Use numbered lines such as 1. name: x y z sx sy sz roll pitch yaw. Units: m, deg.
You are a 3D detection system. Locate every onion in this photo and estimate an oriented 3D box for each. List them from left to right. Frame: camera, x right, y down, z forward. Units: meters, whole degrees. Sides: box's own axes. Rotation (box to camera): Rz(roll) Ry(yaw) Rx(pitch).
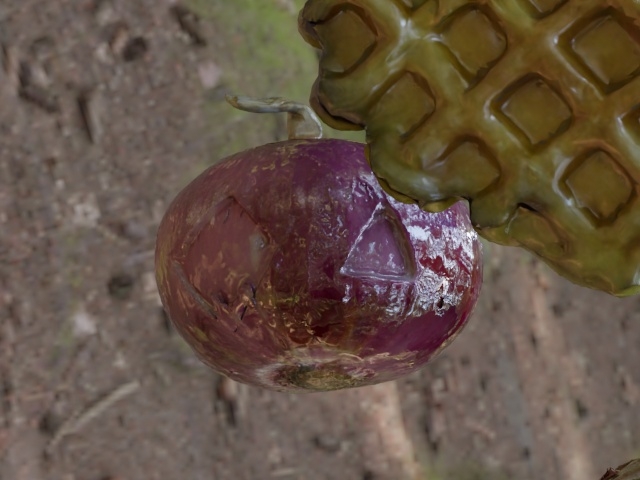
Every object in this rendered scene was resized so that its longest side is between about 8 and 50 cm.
1. onion: 0.000 0.010 0.918 0.177 0.177 0.153 46 60 -40

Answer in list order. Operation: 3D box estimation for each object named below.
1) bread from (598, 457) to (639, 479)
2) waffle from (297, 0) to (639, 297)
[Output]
1. bread: 0.255 0.240 1.123 0.142 0.224 0.211 8 61 -69
2. waffle: 0.132 -0.126 0.757 0.281 0.301 0.058 -66 164 10
